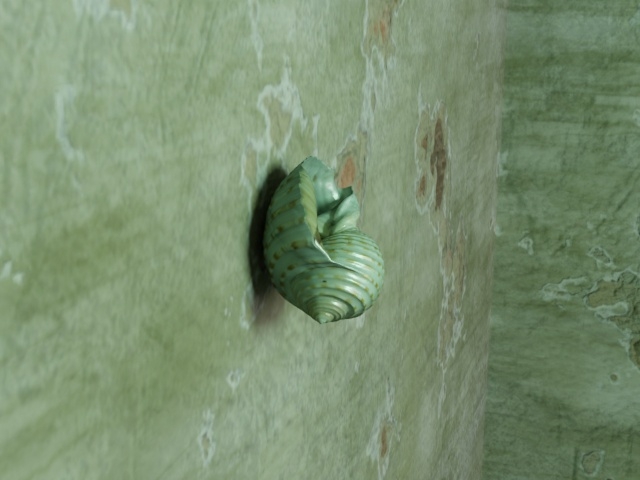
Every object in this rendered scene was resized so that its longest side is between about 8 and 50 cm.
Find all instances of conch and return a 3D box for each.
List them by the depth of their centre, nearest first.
[{"bbox_3d":[-0.005,0.004,0.876,0.135,0.102,0.153,51,14,-49],"label":"conch"}]
